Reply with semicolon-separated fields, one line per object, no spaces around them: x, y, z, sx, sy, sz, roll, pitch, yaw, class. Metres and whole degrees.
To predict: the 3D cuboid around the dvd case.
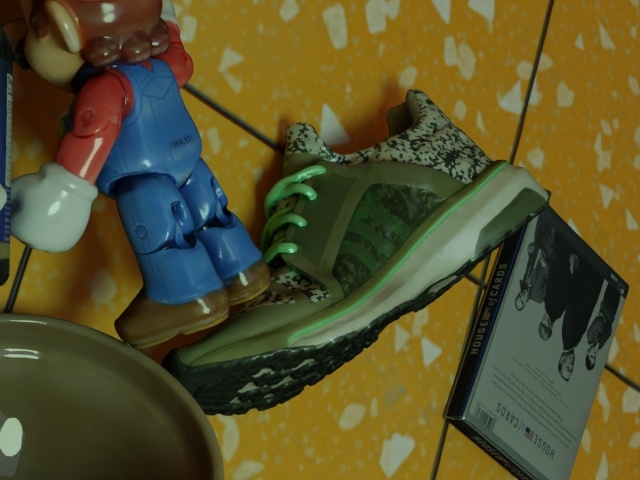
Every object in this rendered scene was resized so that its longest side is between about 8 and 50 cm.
0.210;0.103;1.775;0.179;0.029;0.238;41;61;-39;dvd case

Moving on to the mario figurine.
-0.158;-0.089;1.318;0.170;0.198;0.320;-20;98;-5;mario figurine

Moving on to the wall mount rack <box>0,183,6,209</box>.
-0.304;0.080;1.014;0.130;0.304;0.350;0;89;-41;wall mount rack

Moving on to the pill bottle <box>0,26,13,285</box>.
-0.260;-0.079;1.202;0.123;0.123;0.219;2;87;-47;pill bottle

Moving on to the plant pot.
-0.192;0.167;1.242;0.237;0.237;0.109;-20;144;-46;plant pot

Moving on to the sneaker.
0.000;0.000;1.509;0.410;0.158;0.182;-31;80;-41;sneaker
